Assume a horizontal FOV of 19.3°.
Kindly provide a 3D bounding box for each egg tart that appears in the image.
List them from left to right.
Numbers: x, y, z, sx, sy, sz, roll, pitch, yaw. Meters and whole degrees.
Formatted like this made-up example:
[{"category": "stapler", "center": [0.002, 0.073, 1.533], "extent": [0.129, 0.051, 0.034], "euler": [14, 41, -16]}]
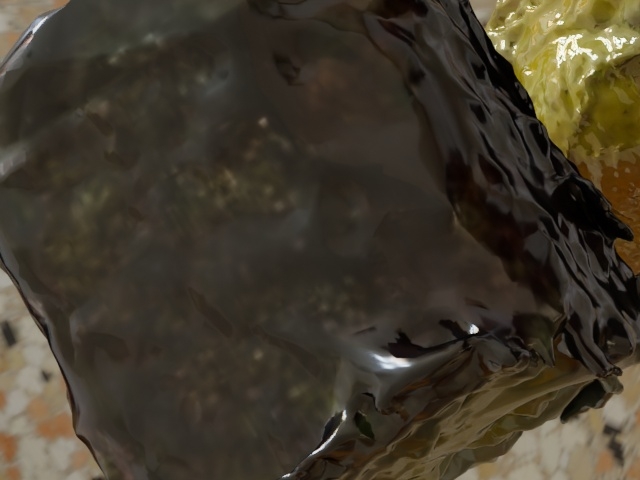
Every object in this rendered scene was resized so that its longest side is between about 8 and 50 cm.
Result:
[{"category": "egg tart", "center": [0.248, -0.069, 1.285], "extent": [0.351, 0.339, 0.153], "euler": [-30, 50, 44]}]

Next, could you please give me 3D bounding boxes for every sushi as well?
[{"category": "sushi", "center": [0.000, 0.003, 0.969], "extent": [0.281, 0.299, 0.294], "euler": [-41, 75, 30]}]
